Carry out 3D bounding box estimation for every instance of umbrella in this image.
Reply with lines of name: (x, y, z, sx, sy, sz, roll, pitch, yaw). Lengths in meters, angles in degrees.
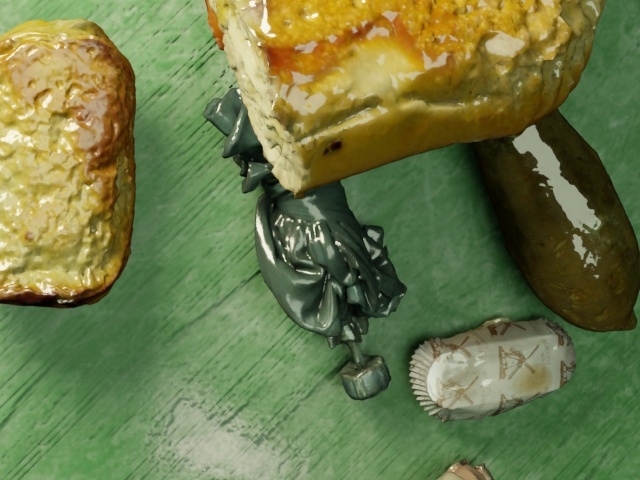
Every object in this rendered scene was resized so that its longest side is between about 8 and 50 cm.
umbrella: (0.003, 0.000, 1.590, 0.143, 0.094, 0.348, -22, 107, -11)

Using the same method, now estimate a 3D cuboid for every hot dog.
hot dog: (0.072, -0.249, 1.487, 0.365, 0.196, 0.367, -16, 75, -14)
hot dog: (-0.247, -0.072, 1.476, 0.175, 0.114, 0.259, 5, 95, -16)
hot dog: (0.183, 0.132, 1.700, 0.192, 0.053, 0.099, -12, 104, -21)

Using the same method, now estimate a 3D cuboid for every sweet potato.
sweet potato: (0.217, -0.082, 1.645, 0.130, 0.130, 0.422, -29, 100, -14)

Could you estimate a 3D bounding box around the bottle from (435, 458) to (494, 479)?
bottle: (0.128, 0.293, 1.684, 0.152, 0.099, 0.099, -32, 108, -17)
